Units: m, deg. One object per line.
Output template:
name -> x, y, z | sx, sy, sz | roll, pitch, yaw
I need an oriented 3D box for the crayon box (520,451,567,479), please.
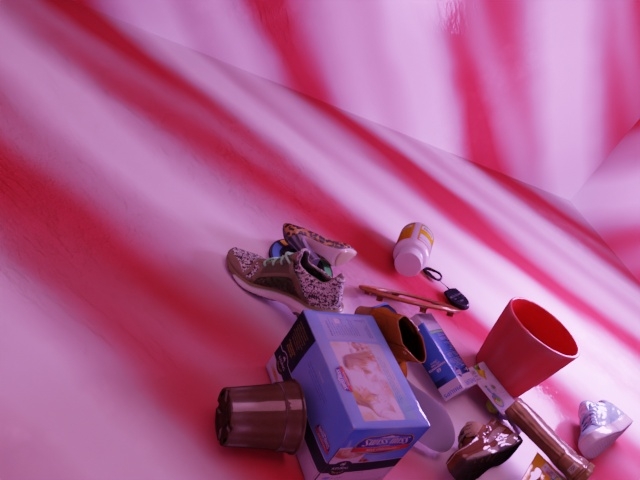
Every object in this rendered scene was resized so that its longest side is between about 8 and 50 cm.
crayon box -> 0.650, 0.746, 1.638 | 0.323, 0.083, 0.203 | 44, 32, 19

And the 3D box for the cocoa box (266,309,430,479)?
cocoa box -> 0.054, 0.370, 1.498 | 0.231, 0.228, 0.347 | 10, 37, -33

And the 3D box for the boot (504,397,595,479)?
boot -> 0.669, 0.585, 1.818 | 0.269, 0.089, 0.236 | 46, -1, 27

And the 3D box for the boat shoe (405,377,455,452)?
boat shoe -> 0.228, 0.445, 1.667 | 0.306, 0.105, 0.113 | 39, 73, -3

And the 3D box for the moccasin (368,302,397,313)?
moccasin -> 0.156, 0.267, 1.840 | 0.117, 0.138, 0.342 | 48, 34, 18

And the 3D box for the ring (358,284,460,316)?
ring -> 0.285, 0.197, 2.014 | 0.336, 0.032, 0.336 | 12, 1, 0

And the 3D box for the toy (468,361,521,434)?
toy -> 0.542, 0.495, 1.930 | 0.136, 0.056, 0.237 | -3, 53, -53

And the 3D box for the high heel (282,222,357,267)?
high heel -> 0.000, 0.000, 2.056 | 0.261, 0.093, 0.186 | -3, 45, -49

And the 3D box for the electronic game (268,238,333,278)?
electronic game -> -0.062, 0.075, 2.008 | 0.229, 0.048, 0.229 | 24, 31, -15

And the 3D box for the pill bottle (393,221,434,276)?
pill bottle -> 0.350, 0.037, 2.356 | 0.136, 0.136, 0.246 | 32, 30, 1

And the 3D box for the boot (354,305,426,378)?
boot -> 0.211, 0.306, 1.668 | 0.104, 0.295, 0.211 | -37, 24, -22

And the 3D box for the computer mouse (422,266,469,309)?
computer mouse -> 0.472, 0.185, 2.359 | 0.071, 0.041, 0.242 | -15, 47, -31

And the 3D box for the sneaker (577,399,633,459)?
sneaker -> 0.895, 0.607, 2.043 | 0.365, 0.135, 0.150 | 6, 30, -51

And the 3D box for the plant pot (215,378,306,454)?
plant pot -> -0.138, 0.388, 1.376 | 0.165, 0.167, 0.167 | 8, 37, -24

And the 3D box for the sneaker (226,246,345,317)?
sneaker -> -0.086, 0.087, 1.799 | 0.410, 0.182, 0.158 | 25, 24, 19

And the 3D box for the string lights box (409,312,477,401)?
string lights box -> 0.359, 0.348, 1.891 | 0.133, 0.076, 0.260 | 8, 46, -59

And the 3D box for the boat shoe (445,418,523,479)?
boat shoe -> 0.426, 0.560, 1.689 | 0.324, 0.123, 0.120 | 7, 32, -50

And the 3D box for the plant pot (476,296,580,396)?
plant pot -> 0.662, 0.362, 2.047 | 0.274, 0.243, 0.275 | 26, 29, -15
